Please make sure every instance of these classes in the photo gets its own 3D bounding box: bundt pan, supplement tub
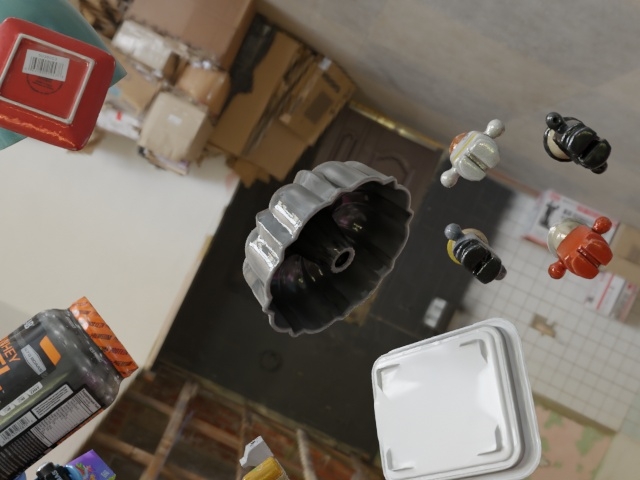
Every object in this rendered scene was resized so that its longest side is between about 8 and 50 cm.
[{"bbox_3d":[0.000,0.000,1.404,0.124,0.331,0.330,41,-171,32],"label":"bundt pan"},{"bbox_3d":[-0.497,0.259,1.396,0.207,0.338,0.207,47,163,19],"label":"supplement tub"}]

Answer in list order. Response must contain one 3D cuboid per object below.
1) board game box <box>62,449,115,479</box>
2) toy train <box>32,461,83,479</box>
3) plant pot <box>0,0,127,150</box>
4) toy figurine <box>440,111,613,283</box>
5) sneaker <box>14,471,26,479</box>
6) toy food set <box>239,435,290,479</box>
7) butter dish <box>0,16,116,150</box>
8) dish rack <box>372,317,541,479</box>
[{"bbox_3d":[-0.552,0.564,1.494,0.078,0.233,0.347,36,-141,27],"label":"board game box"},{"bbox_3d":[-0.369,0.414,1.209,0.184,0.105,0.080,52,-139,4],"label":"toy train"},{"bbox_3d":[-0.548,-0.340,1.513,0.235,0.293,0.293,60,166,-21],"label":"plant pot"},{"bbox_3d":[0.259,-0.053,1.038,0.209,0.213,0.148,-6,-168,5],"label":"toy figurine"},{"bbox_3d":[-0.758,0.566,1.809,0.209,0.082,0.069,-29,-137,-30],"label":"sneaker"},{"bbox_3d":[-0.124,0.467,1.590,0.111,0.104,0.232,57,169,-8],"label":"toy food set"},{"bbox_3d":[-0.381,-0.198,1.123,0.160,0.160,0.118,19,159,-12],"label":"butter dish"},{"bbox_3d":[0.224,0.306,1.490,0.332,0.286,0.072,-25,152,39],"label":"dish rack"}]
